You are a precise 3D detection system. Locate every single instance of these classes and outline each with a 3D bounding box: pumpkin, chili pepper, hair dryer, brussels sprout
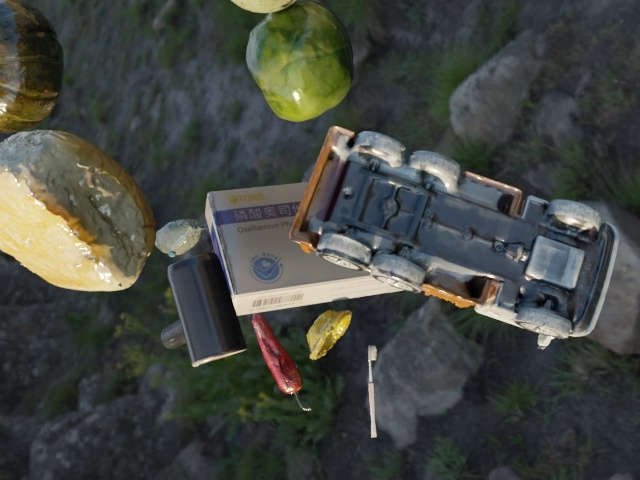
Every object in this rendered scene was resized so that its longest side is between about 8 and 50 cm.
[{"bbox_3d":[-0.512,-0.286,1.342,0.223,0.157,0.224,7,103,30],"label":"pumpkin"},{"bbox_3d":[-0.095,0.276,1.893,0.059,0.050,0.268,-26,91,27],"label":"chili pepper"},{"bbox_3d":[-0.179,0.100,1.078,0.255,0.070,0.128,-25,80,61],"label":"hair dryer"},{"bbox_3d":[-0.047,-0.365,1.653,0.210,0.219,0.271,-31,24,-10],"label":"brussels sprout"}]

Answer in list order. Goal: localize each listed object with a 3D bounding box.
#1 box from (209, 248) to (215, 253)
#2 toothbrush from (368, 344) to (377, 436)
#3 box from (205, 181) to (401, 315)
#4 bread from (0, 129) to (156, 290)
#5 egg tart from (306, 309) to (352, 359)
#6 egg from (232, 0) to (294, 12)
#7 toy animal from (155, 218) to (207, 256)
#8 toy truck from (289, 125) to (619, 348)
[{"bbox_3d":[-0.219,0.055,1.670,0.082,0.023,0.051,-41,55,18],"label":"box"},{"bbox_3d":[0.097,0.281,1.539,0.014,0.017,0.194,-79,-12,-68],"label":"toothbrush"},{"bbox_3d":[0.000,0.000,1.343,0.065,0.343,0.200,111,146,-53],"label":"box"},{"bbox_3d":[-0.171,-0.024,0.555,0.106,0.125,0.082,-6,44,38],"label":"bread"},{"bbox_3d":[0.010,0.147,1.349,0.039,0.105,0.105,40,115,17],"label":"egg tart"},{"bbox_3d":[-0.100,-0.512,1.523,0.177,0.177,0.228,-58,-3,24],"label":"egg"},{"bbox_3d":[-0.266,-0.009,1.754,0.252,0.070,0.079,-1,120,40],"label":"toy animal"},{"bbox_3d":[0.168,0.003,1.084,0.207,0.387,0.173,91,-160,-80],"label":"toy truck"}]
